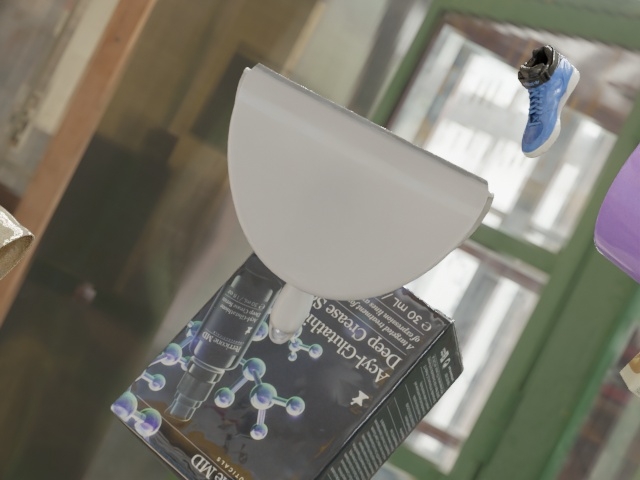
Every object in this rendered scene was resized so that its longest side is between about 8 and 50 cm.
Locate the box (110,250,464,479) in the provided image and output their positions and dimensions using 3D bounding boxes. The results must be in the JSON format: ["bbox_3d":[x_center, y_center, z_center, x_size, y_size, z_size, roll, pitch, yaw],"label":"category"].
[{"bbox_3d":[-0.039,0.207,2.093,0.293,0.395,0.212,37,-13,23],"label":"box"}]

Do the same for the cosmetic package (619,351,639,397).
[{"bbox_3d":[0.377,0.123,1.568,0.060,0.115,0.041,38,14,-19],"label":"cosmetic package"}]

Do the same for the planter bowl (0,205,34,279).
[{"bbox_3d":[-0.374,0.007,1.444,0.109,0.162,0.162,49,2,4],"label":"planter bowl"}]

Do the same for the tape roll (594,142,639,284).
[{"bbox_3d":[0.485,-0.066,1.960,0.090,0.275,0.275,41,7,28],"label":"tape roll"}]

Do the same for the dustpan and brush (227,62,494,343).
[{"bbox_3d":[0.000,0.000,0.840,0.147,0.211,0.060,27,38,3],"label":"dustpan and brush"}]

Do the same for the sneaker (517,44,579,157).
[{"bbox_3d":[0.289,-0.191,2.000,0.084,0.152,0.058,39,-22,-33],"label":"sneaker"}]
